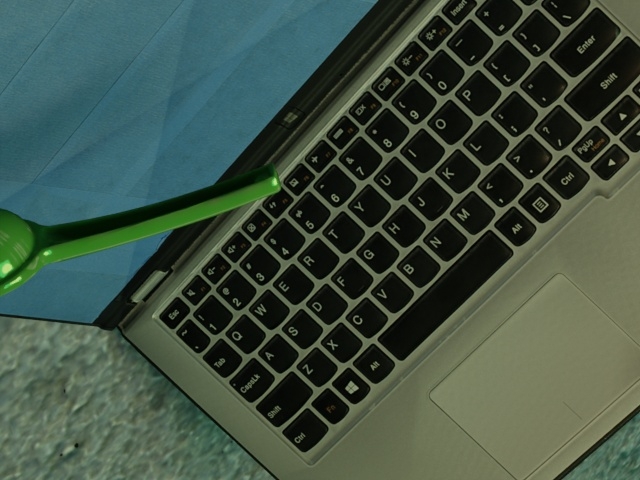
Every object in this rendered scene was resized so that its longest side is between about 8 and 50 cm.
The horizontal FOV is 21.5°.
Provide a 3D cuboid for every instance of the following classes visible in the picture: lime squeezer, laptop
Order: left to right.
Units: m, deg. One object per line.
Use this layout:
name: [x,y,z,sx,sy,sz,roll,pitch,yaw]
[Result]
lime squeezer: [-0.181,-0.018,0.801,0.310,0.059,0.110,10,106,-13]
laptop: [0.000,0.000,0.875,0.382,0.408,0.236,-46,-179,26]
